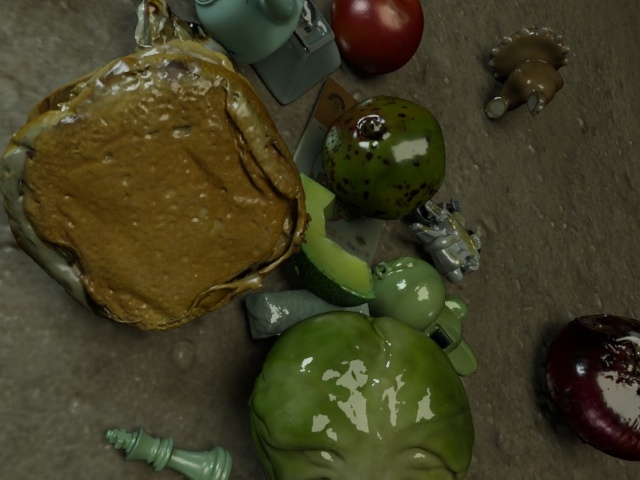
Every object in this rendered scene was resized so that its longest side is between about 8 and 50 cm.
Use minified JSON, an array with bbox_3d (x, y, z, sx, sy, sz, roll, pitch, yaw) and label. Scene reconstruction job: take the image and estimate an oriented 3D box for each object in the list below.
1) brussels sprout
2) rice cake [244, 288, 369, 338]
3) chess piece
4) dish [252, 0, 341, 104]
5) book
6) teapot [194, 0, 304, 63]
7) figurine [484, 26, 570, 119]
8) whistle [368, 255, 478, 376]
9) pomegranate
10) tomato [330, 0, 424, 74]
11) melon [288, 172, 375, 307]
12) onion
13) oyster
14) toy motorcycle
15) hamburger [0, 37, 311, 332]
[{"bbox_3d":[0.056,0.238,0.627,0.273,0.242,0.317,-18,94,-31],"label":"brussels sprout"},{"bbox_3d":[-0.013,0.104,0.729,0.206,0.063,0.069,1,70,-35],"label":"rice cake"},{"bbox_3d":[-0.180,0.252,0.573,0.149,0.059,0.059,29,61,-21],"label":"chess piece"},{"bbox_3d":[-0.064,-0.376,0.824,0.243,0.080,0.182,53,53,-13],"label":"dish"},{"bbox_3d":[0.047,-0.121,0.868,0.208,0.020,0.295,33,60,-25],"label":"book"},{"bbox_3d":[-0.118,-0.346,0.683,0.159,0.232,0.159,-23,126,-36],"label":"teapot"},{"bbox_3d":[0.493,-0.420,1.179,0.247,0.177,0.173,-37,118,-30],"label":"figurine"},{"bbox_3d":[0.174,0.127,0.841,0.294,0.141,0.141,47,53,-39],"label":"whistle"},{"bbox_3d":[0.114,-0.134,0.794,0.246,0.198,0.198,-18,87,-51],"label":"pomegranate"},{"bbox_3d":[0.109,-0.412,0.923,0.195,0.136,0.195,11,70,-33],"label":"tomato"},{"bbox_3d":[0.000,0.000,0.720,0.118,0.064,0.209,6,56,-28],"label":"melon"},{"bbox_3d":[0.620,0.305,1.045,0.314,0.232,0.314,7,59,-11],"label":"onion"},{"bbox_3d":[-0.169,-0.198,0.691,0.354,0.107,0.201,60,20,1],"label":"oyster"},{"bbox_3d":[0.243,0.005,0.940,0.228,0.074,0.151,31,55,-36],"label":"toy motorcycle"},{"bbox_3d":[-0.172,-0.051,0.545,0.318,0.158,0.319,-5,111,-13],"label":"hamburger"}]
